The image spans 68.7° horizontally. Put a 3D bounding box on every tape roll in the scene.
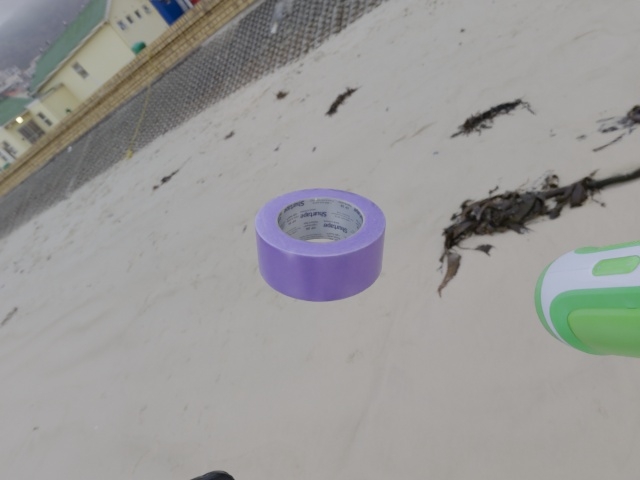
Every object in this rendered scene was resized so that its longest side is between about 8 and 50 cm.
[{"bbox_3d":[0.000,0.000,0.694,0.189,0.080,0.189,0,34,0],"label":"tape roll"}]

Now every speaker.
[{"bbox_3d":[0.332,0.052,0.424,0.131,0.131,0.296,-46,1,-12],"label":"speaker"}]

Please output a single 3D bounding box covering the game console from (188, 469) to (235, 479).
[{"bbox_3d":[-0.161,0.398,0.418,0.293,0.250,0.173,-4,-2,-41],"label":"game console"}]
